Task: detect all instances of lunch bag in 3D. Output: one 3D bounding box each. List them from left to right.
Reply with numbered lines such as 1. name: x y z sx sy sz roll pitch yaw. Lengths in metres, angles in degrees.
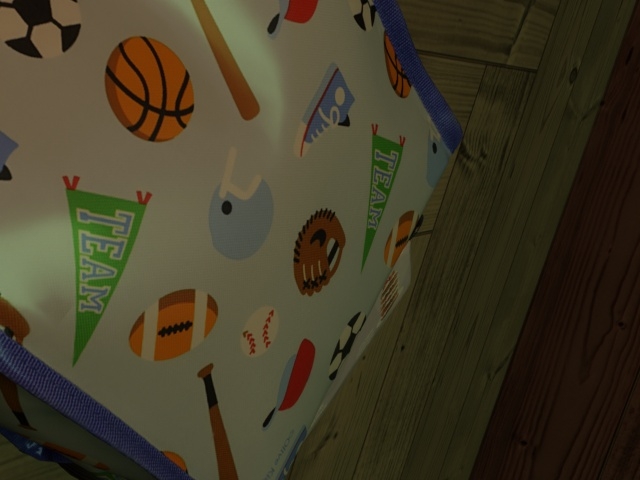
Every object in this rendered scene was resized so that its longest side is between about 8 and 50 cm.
1. lunch bag: -0.123 -0.062 0.648 0.328 0.238 0.385 -64 147 -20

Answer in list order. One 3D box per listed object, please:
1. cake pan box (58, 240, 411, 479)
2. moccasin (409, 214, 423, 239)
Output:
1. cake pan box: -0.099 0.060 0.867 0.267 0.245 0.070 -54 153 -30
2. moccasin: 0.000 0.000 1.192 0.342 0.116 0.138 -39 144 -49
